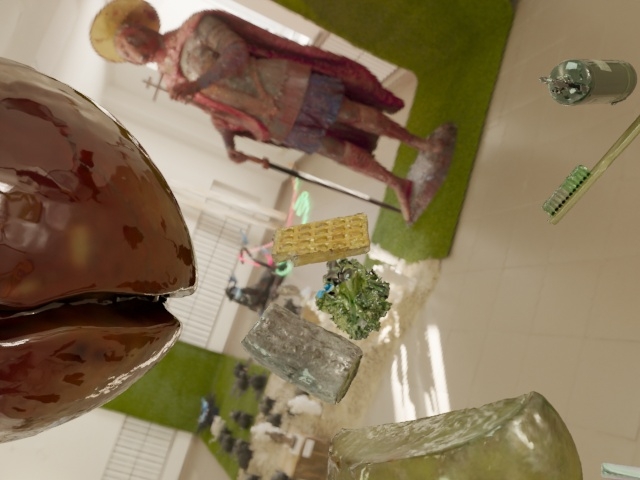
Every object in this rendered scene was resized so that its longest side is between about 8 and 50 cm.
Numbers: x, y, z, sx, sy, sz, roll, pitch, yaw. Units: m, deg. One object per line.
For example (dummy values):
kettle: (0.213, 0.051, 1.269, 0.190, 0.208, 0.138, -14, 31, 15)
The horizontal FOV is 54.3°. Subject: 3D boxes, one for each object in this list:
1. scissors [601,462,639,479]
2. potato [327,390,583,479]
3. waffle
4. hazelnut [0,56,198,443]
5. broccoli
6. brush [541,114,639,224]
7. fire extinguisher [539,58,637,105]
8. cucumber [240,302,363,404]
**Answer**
scissors: (0.634, 0.423, 1.098, 0.125, 0.256, 0.030, -44, -51, -59)
potato: (0.143, 0.256, 0.647, 0.112, 0.269, 0.255, -39, -19, -49)
waffle: (0.000, 0.000, 0.841, 0.092, 0.135, 0.021, -91, -12, -58)
hazelnut: (-0.347, -0.003, 0.635, 0.429, 0.402, 0.402, -4, 59, 32)
broccoli: (0.058, 0.095, 1.166, 0.160, 0.154, 0.167, 68, -144, -52)
brush: (0.521, -0.147, 1.177, 0.282, 0.048, 0.054, -51, -5, 15)
fire extinguisher: (0.517, -0.309, 1.228, 0.118, 0.294, 0.093, 26, 119, 41)
cucumber: (-0.019, 0.104, 0.586, 0.064, 0.112, 0.064, -58, -11, -19)
